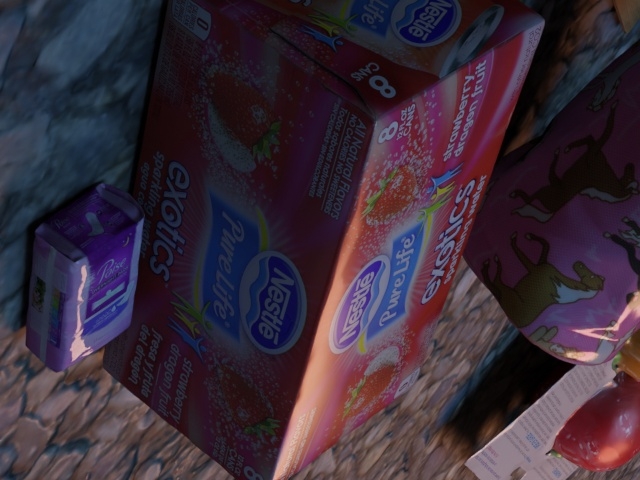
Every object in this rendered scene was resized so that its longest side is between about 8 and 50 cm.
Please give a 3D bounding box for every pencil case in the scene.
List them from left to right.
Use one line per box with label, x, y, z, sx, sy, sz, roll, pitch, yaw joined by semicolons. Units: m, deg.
pencil case;0.249;-0.086;1.133;0.167;0.160;0.386;12;131;-48

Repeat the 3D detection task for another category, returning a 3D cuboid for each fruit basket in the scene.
fruit basket;0.282;0.104;1.666;0.353;0.165;0.327;-37;158;3

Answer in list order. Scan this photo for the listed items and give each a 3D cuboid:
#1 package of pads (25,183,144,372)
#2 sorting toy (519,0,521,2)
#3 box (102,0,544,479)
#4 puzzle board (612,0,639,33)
package of pads;-0.109;0.018;0.844;0.050;0.032;0.083;-39;155;-38
sorting toy;0.067;-0.104;0.978;0.042;0.061;0.102;97;17;-53
box;-0.006;-0.017;0.875;0.128;0.122;0.257;-33;151;-40
puzzle board;0.224;-0.200;1.217;0.096;0.011;0.128;-51;158;-1
